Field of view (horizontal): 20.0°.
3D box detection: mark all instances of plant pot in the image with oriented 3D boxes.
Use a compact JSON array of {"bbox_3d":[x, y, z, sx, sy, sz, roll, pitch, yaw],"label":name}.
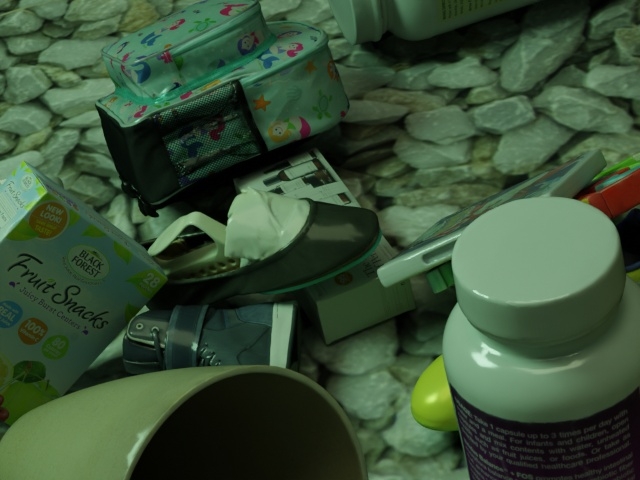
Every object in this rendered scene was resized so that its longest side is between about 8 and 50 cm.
[{"bbox_3d":[-0.145,0.212,1.481,0.274,0.256,0.256,6,40,48],"label":"plant pot"}]

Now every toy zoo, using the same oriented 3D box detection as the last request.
[{"bbox_3d":[0.227,-0.022,1.705,0.293,0.030,0.192,-28,2,-16],"label":"toy zoo"}]

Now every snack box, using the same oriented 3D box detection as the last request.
[{"bbox_3d":[-0.274,0.056,1.685,0.207,0.174,0.070,-49,42,3],"label":"snack box"}]

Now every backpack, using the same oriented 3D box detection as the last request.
[{"bbox_3d":[-0.105,-0.158,1.941,0.253,0.191,0.225,-18,17,-12],"label":"backpack"}]

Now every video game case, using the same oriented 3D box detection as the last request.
[{"bbox_3d":[0.163,-0.023,1.702,0.183,0.023,0.201,-25,4,25],"label":"video game case"}]

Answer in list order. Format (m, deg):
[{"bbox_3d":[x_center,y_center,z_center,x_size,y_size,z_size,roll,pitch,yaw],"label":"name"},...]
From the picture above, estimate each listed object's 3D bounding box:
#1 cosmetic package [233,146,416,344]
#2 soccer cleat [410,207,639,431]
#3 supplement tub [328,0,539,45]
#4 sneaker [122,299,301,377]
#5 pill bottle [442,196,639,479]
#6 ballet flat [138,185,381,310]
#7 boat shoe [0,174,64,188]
[{"bbox_3d":[0.000,0.000,1.817,0.099,0.060,0.239,-24,39,-10],"label":"cosmetic package"},{"bbox_3d":[0.193,0.067,1.622,0.289,0.121,0.093,-30,41,-18],"label":"soccer cleat"},{"bbox_3d":[0.159,-0.366,2.076,0.325,0.235,0.235,-19,38,-6],"label":"supplement tub"},{"bbox_3d":[-0.103,0.133,1.652,0.163,0.086,0.226,1,30,2],"label":"sneaker"},{"bbox_3d":[0.186,0.120,1.412,0.169,0.301,0.169,-9,39,7],"label":"pill bottle"},{"bbox_3d":[-0.078,0.008,1.729,0.280,0.096,0.095,-19,37,33],"label":"ballet flat"},{"bbox_3d":[-0.375,-0.009,1.950,0.219,0.078,0.070,-18,72,-10],"label":"boat shoe"}]
